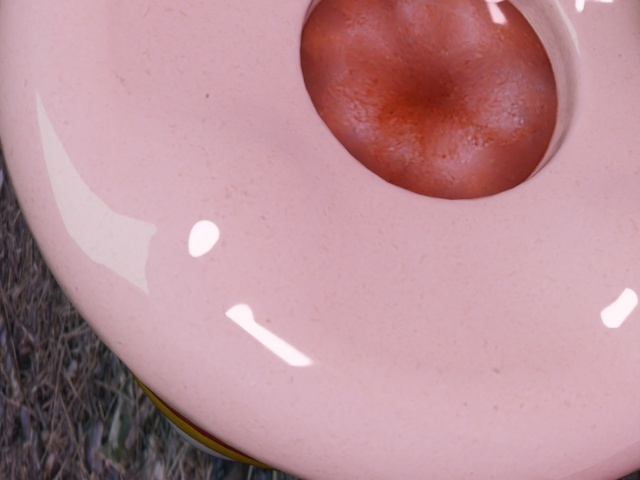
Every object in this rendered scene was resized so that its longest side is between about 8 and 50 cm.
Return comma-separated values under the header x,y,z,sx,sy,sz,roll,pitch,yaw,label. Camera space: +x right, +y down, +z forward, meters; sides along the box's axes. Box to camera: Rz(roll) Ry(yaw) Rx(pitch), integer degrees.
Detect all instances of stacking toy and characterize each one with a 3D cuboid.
x,y,z,sx,sy,sz,roll,pitch,yaw,label
0.000,0.000,0.861,0.480,0.351,0.350,125,137,-66,stacking toy
